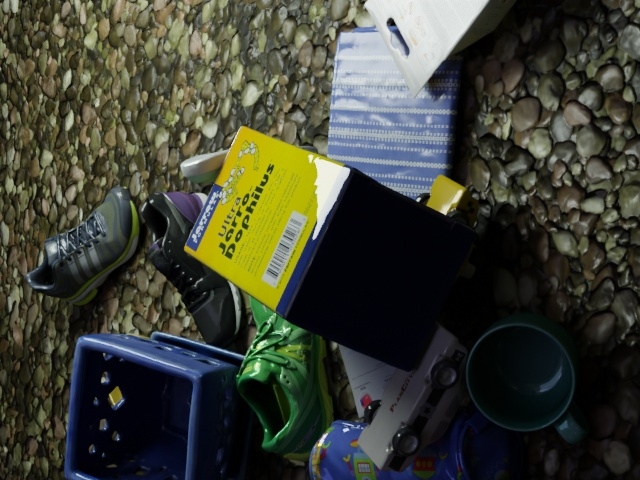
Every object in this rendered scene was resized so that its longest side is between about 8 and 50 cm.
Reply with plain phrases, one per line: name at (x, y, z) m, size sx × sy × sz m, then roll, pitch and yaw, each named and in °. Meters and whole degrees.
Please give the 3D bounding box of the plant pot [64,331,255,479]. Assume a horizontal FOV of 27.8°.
plant pot at (-0.226, 0.264, 1.964) m, size 0.236 × 0.212 × 0.236 m, roll 13°, pitch 102°, yaw 28°

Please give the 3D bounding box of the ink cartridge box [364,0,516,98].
ink cartridge box at (0.162, -0.326, 1.711) m, size 0.225 × 0.056 × 0.181 m, roll -54°, pitch 50°, yaw 44°

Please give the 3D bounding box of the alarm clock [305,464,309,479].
alarm clock at (-0.014, 0.415, 1.861) m, size 0.129 × 0.064 × 0.192 m, roll -4°, pitch 80°, yaw 49°

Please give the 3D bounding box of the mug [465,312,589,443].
mug at (0.247, 0.164, 1.544) m, size 0.129 × 0.097 × 0.158 m, roll -8°, pitch 97°, yaw 18°

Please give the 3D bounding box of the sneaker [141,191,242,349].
sneaker at (-0.222, 0.050, 2.087) m, size 0.107 × 0.124 × 0.283 m, roll -42°, pitch 56°, yaw 38°

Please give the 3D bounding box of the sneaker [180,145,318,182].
sneaker at (-0.089, -0.058, 1.856) m, size 0.094 × 0.256 × 0.151 m, roll -5°, pitch 89°, yaw 42°

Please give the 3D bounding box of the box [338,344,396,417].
box at (0.084, 0.134, 1.776) m, size 0.145 × 0.038 × 0.186 m, roll -30°, pitch 70°, yaw 44°

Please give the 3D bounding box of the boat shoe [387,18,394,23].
boat shoe at (0.105, -0.405, 1.805) m, size 0.075 × 0.065 × 0.206 m, roll 40°, pitch 115°, yaw 43°

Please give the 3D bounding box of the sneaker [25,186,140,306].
sneaker at (-0.424, 0.014, 2.326) m, size 0.300 × 0.121 × 0.111 m, roll -51°, pitch 51°, yaw 33°

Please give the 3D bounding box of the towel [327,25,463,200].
towel at (0.101, -0.134, 1.812) m, size 0.243 × 0.040 × 0.336 m, roll 8°, pitch 94°, yaw 48°

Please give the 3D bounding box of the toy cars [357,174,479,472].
toy cars at (0.142, 0.107, 1.626) m, size 0.176 × 0.087 × 0.394 m, roll -32°, pitch 41°, yaw 48°

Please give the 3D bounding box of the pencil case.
pencil case at (0.120, 0.281, 1.671) m, size 0.306 × 0.119 × 0.133 m, roll -15°, pitch 94°, yaw 47°

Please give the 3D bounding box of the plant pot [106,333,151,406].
plant pot at (-0.281, 0.224, 2.159) m, size 0.134 × 0.095 × 0.134 m, roll -8°, pitch 79°, yaw 48°

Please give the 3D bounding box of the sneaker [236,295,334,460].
sneaker at (-0.060, 0.174, 1.889) m, size 0.109 × 0.123 × 0.296 m, roll -35°, pitch 60°, yaw 42°

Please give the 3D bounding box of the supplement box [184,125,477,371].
supplement box at (0.000, 0.000, 1.651) m, size 0.195 × 0.194 × 0.356 m, roll -65°, pitch 28°, yaw 1°
